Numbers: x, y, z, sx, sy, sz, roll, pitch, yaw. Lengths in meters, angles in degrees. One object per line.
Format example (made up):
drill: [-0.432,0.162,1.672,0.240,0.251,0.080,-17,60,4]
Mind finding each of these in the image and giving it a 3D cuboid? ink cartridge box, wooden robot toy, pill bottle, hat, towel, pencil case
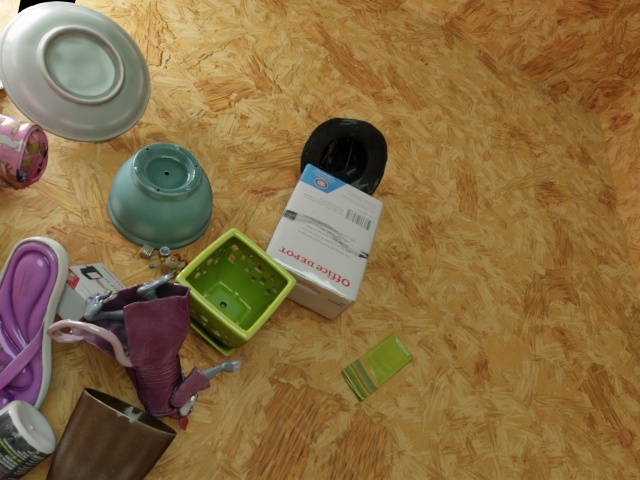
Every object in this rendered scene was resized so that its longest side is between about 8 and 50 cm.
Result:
ink cartridge box: [-0.544,0.123,1.049,0.127,0.175,0.072,44,95,4]
ink cartridge box: [0.000,0.000,1.383,0.285,0.166,0.395,27,53,-7]
wooden robot toy: [-0.406,0.055,1.216,0.173,0.079,0.076,38,53,-1]
pill bottle: [-0.646,0.429,0.833,0.245,0.130,0.130,-37,81,-17]
hat: [0.067,-0.285,1.587,0.331,0.332,0.134,3,18,-23]
towel: [0.175,0.372,1.335,0.237,0.021,0.102,-26,76,-34]
pencil case: [-0.866,-0.235,1.042,0.385,0.160,0.167,13,69,-16]

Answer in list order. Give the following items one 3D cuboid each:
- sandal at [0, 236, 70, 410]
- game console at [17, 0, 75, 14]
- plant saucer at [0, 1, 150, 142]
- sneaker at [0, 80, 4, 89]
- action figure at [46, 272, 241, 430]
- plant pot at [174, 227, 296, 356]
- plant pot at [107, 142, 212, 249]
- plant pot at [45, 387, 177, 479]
sandal: [-0.639,0.193,0.909,0.169,0.102,0.417,10,88,2]
game console: [-0.745,-0.638,1.398,0.361,0.213,0.044,28,42,-22]
plant saucer: [-0.685,-0.491,1.285,0.400,0.100,0.401,0,91,-36]
sneaker: [-0.931,-0.403,1.206,0.366,0.137,0.210,41,55,6]
action figure: [-0.350,0.272,0.971,0.276,0.247,0.371,-48,130,-65]
plant pot: [-0.234,0.146,1.156,0.227,0.207,0.228,40,49,2]
plant pot: [-0.434,-0.145,1.249,0.292,0.196,0.293,12,58,-19]
plant pot: [-0.447,0.454,0.901,0.215,0.215,0.231,30,67,-6]
